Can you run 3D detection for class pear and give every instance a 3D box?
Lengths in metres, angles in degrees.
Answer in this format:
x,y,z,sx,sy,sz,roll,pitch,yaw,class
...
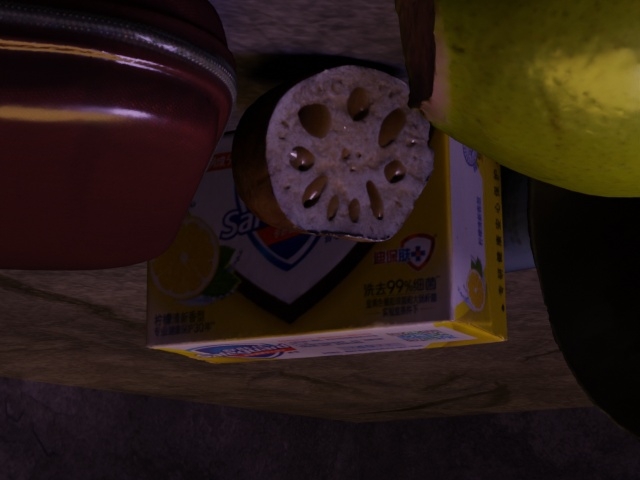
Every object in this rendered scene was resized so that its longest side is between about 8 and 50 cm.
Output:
x,y,z,sx,sy,sz,roll,pitch,yaw,class
0.139,-0.111,0.573,0.220,0.187,0.187,-7,168,-4,pear

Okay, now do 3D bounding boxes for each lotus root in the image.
x,y,z,sx,sy,sz,roll,pitch,yaw,class
0.006,-0.059,0.945,0.122,0.112,0.081,8,-178,-24,lotus root

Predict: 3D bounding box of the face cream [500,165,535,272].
x,y,z,sx,sy,sz,roll,pitch,yaw,class
0.166,-0.026,1.095,0.086,0.135,0.385,25,164,-16,face cream

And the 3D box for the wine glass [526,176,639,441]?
x,y,z,sx,sy,sz,roll,pitch,yaw,class
0.356,-0.022,0.825,0.406,0.267,0.267,0,169,-25,wine glass

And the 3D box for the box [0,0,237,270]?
x,y,z,sx,sy,sz,roll,pitch,yaw,class
-0.193,-0.067,0.899,0.263,0.108,0.404,3,167,-12,box

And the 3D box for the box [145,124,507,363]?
x,y,z,sx,sy,sz,roll,pitch,yaw,class
0.000,0.000,1.081,0.265,0.168,0.097,-5,168,29,box
